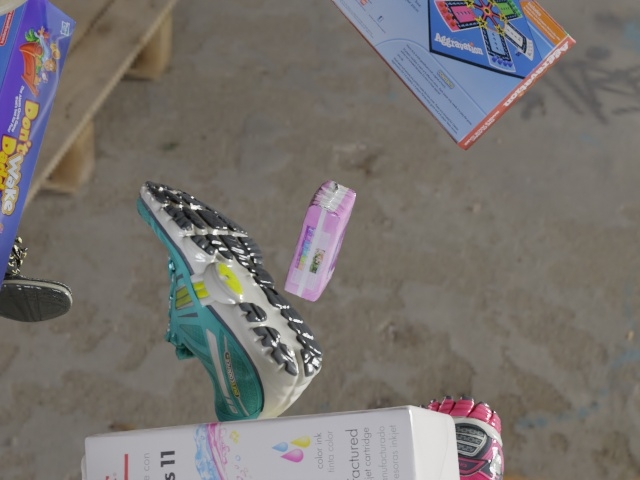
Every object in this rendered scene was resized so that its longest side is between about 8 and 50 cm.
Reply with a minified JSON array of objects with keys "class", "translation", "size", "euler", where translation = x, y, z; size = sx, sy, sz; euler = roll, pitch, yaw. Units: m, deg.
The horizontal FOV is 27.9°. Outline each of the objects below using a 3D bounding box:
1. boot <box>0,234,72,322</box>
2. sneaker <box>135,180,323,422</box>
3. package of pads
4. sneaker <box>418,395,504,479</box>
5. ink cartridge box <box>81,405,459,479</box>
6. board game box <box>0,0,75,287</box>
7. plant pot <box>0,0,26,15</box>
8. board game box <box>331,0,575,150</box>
[{"class":"boot","translation":[-0.525,0.053,2.218],"size":[0.236,0.085,0.179],"euler":[0,37,8]},{"class":"sneaker","translation":[-0.108,0.052,1.164],"size":[0.107,0.110,0.275],"euler":[17,32,-48]},{"class":"package of pads","translation":[0.000,0.000,1.001],"size":[0.032,0.083,0.050],"euler":[21,30,8]},{"class":"sneaker","translation":[0.063,0.276,1.405],"size":[0.121,0.299,0.112],"euler":[39,32,-31]},{"class":"ink cartridge box","translation":[-0.069,0.250,1.028],"size":[0.353,0.119,0.207],"euler":[-9,77,22]},{"class":"board game box","translation":[-0.388,-0.068,1.206],"size":[0.233,0.078,0.347],"euler":[10,80,25]},{"class":"plant pot","translation":[-0.313,-0.329,1.079],"size":[0.256,0.256,0.274],"euler":[-5,64,-14]},{"class":"board game box","translation":[0.107,-0.235,1.267],"size":[0.281,0.145,0.027],"euler":[53,17,27]}]
